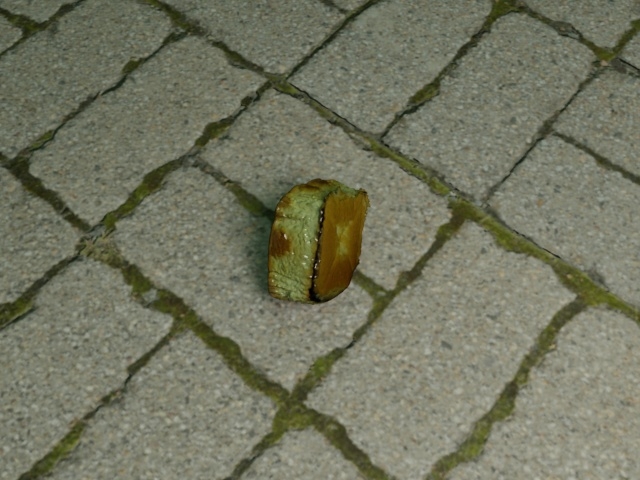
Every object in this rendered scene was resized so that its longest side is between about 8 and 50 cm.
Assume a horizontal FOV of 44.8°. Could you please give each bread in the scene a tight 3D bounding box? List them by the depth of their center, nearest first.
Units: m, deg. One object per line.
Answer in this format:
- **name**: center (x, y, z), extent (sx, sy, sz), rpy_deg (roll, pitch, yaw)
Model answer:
- **bread**: center (0.000, 0.000, 0.880), extent (0.069, 0.140, 0.128), rpy_deg (15, 17, 28)
